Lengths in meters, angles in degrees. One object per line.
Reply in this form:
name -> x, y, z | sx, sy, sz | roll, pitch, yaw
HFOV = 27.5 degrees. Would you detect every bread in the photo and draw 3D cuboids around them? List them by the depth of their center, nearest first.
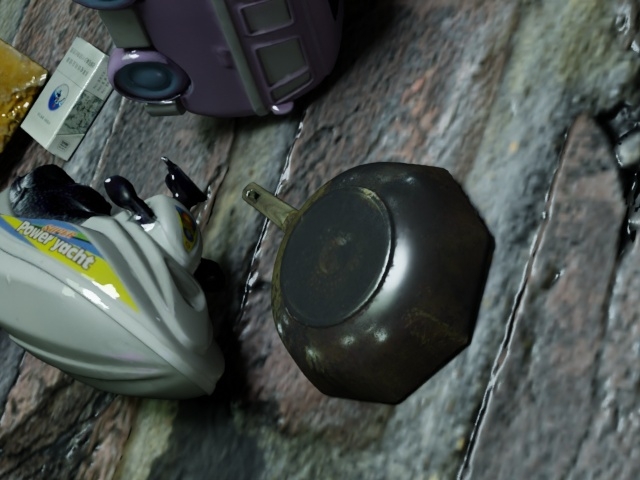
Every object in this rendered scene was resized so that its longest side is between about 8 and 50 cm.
bread -> -0.270, -0.112, 1.016 | 0.109, 0.080, 0.084 | -57, 18, 4

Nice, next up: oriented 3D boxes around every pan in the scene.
pan -> -0.005, 0.015, 0.705 | 0.202, 0.048, 0.128 | -1, 68, 46

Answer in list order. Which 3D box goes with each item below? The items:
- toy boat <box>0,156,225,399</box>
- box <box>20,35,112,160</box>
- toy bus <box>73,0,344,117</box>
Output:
toy boat -> -0.142, 0.015, 0.789 | 0.269, 0.141, 0.140 | 6, 73, 45
box -> -0.185, -0.107, 0.979 | 0.054, 0.024, 0.083 | 36, 94, 47
toy bus -> -0.064, -0.170, 0.767 | 0.142, 0.202, 0.142 | -5, 62, 8
